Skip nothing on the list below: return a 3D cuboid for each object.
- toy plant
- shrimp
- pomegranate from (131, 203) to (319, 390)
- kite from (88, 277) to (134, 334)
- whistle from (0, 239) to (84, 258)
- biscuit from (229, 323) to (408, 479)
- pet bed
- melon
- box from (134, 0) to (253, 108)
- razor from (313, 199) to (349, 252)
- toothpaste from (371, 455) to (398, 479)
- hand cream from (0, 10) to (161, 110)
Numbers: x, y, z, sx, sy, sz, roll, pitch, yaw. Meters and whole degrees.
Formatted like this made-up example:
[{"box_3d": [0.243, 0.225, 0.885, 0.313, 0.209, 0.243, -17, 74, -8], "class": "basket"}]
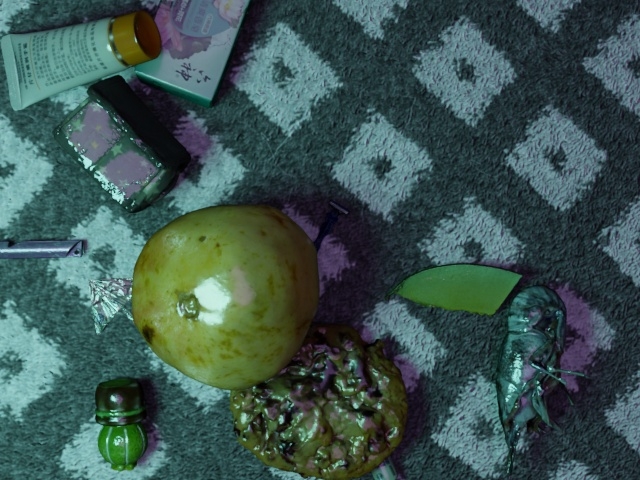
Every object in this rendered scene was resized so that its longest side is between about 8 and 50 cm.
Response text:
[{"box_3d": [-0.361, 0.337, 1.577, 0.093, 0.093, 0.162, -5, 94, -7], "class": "toy plant"}, {"box_3d": [0.407, 0.267, 1.626, 0.137, 0.172, 0.372, 2, 83, -12], "class": "shrimp"}, {"box_3d": [-0.150, 0.099, 1.507, 0.342, 0.342, 0.342, 0, 90, -7], "class": "pomegranate"}, {"box_3d": [-0.372, 0.123, 1.617, 0.157, 0.011, 0.139, 43, 88, -4], "class": "kite"}, {"box_3d": [-0.522, 0.016, 1.588, 0.176, 0.033, 0.033, -1, 90, -7], "class": "whistle"}, {"box_3d": [-0.001, 0.296, 1.608, 0.334, 0.081, 0.289, 5, 83, -3], "class": "biscuit"}, {"box_3d": [-0.336, -0.172, 1.538, 0.159, 0.183, 0.211, -44, 92, 2], "class": "pet bed"}, {"box_3d": [0.253, 0.095, 1.681, 0.262, 0.053, 0.114, -1, 108, -3], "class": "melon"}, {"box_3d": [-0.226, -0.385, 1.592, 0.153, 0.092, 0.245, 20, 87, -6], "class": "box"}, {"box_3d": [0.000, 0.000, 1.649, 0.044, 0.028, 0.154, 30, 86, -6], "class": "razor"}, {"box_3d": [0.091, 0.380, 1.658, 0.067, 0.037, 0.255, -25, 88, -4], "class": "toothpaste"}, {"box_3d": [-0.436, -0.322, 1.536, 0.314, 0.089, 0.139, -6, 91, 20], "class": "hand cream"}]
